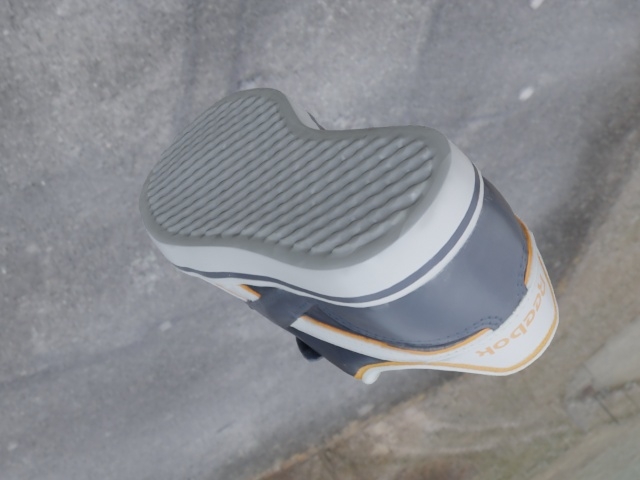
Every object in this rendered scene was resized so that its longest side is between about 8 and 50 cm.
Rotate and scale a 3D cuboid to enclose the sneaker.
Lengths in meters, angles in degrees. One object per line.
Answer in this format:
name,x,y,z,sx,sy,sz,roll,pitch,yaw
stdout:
sneaker,0.000,0.000,0.569,0.127,0.321,0.126,43,81,-29
